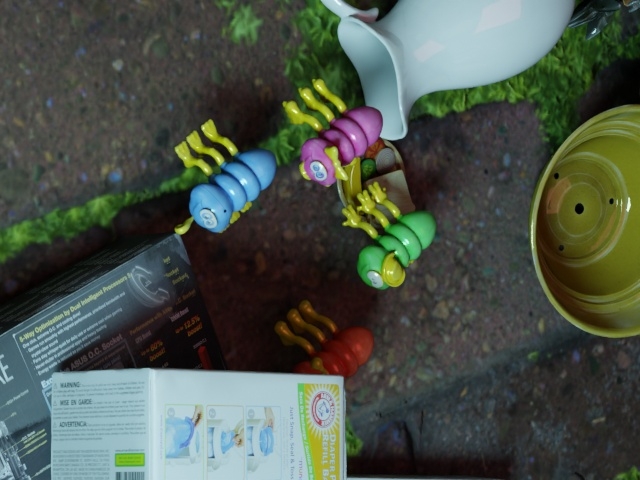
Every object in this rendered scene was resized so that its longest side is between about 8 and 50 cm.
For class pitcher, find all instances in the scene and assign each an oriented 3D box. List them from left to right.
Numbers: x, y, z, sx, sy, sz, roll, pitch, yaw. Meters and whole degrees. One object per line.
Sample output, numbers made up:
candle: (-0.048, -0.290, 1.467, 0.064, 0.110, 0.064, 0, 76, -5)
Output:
pitcher: (0.106, -0.210, 1.684, 0.207, 0.125, 0.178, -30, 96, -21)

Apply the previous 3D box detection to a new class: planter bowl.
planter bowl: (0.264, -0.024, 1.806, 0.217, 0.090, 0.217, -6, 102, -27)

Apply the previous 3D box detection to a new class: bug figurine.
bug figurine: (0.000, 0.000, 1.584, 0.216, 0.072, 0.279, -46, 124, -27)

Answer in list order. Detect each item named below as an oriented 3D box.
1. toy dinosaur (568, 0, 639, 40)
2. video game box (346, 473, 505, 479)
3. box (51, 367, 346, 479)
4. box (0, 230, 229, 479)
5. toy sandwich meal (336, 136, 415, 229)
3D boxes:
toy dinosaur: (0.324, -0.283, 1.761, 0.322, 0.218, 0.164, -6, 88, -48)
video game box: (0.071, 0.301, 1.704, 0.205, 0.048, 0.187, 7, 86, -37)
box: (-0.087, 0.149, 1.425, 0.203, 0.114, 0.103, 6, 81, -47)
box: (-0.191, 0.163, 1.455, 0.307, 0.076, 0.242, -33, 110, -42)
toy sandwich meal: (0.050, -0.051, 1.691, 0.085, 0.029, 0.086, -1, 92, -37)
